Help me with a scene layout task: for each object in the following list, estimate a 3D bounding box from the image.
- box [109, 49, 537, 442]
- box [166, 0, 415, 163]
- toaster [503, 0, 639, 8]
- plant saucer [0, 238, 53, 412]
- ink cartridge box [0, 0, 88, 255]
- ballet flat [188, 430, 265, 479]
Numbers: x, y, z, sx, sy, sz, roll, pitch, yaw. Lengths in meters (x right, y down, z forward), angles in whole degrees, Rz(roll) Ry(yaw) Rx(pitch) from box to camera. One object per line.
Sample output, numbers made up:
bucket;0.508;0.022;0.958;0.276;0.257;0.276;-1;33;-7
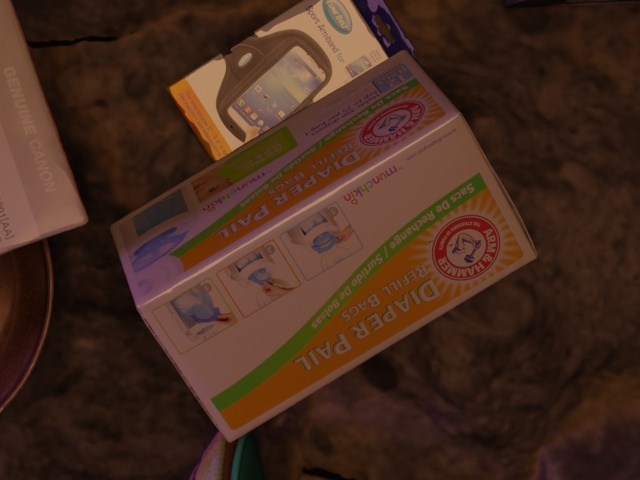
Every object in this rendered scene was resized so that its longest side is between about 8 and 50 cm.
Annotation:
box;0.000;0.000;1.048;0.203;0.114;0.103;-31;118;0
box;-0.012;-0.092;1.100;0.136;0.028;0.081;-33;93;3
toaster;0.174;-0.187;1.028;0.186;0.168;0.110;-3;94;-2
plant saucer;-0.250;0.029;1.087;0.198;0.036;0.198;0;85;2
ink cartridge box;-0.293;-0.096;1.049;0.261;0.066;0.296;-20;83;0
ballet flat;-0.061;0.220;1.100;0.079;0.077;0.221;-9;94;19
